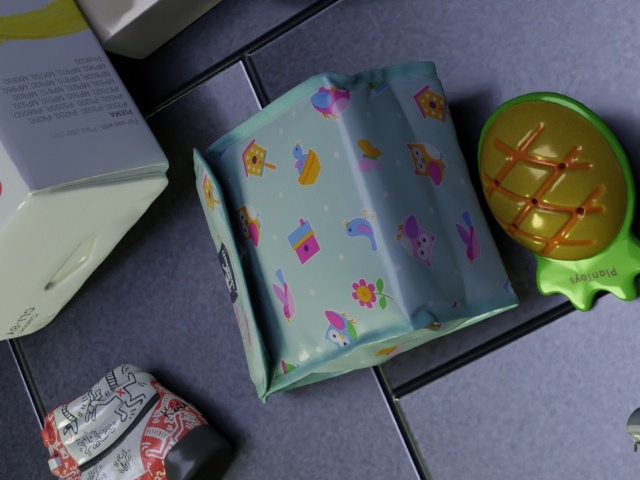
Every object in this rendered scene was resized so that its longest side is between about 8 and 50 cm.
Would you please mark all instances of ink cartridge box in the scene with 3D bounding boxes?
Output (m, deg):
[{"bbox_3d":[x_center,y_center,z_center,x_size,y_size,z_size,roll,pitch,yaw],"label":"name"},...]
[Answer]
[{"bbox_3d":[-0.338,-0.129,1.685,0.279,0.160,0.385,-46,69,41],"label":"ink cartridge box"}]

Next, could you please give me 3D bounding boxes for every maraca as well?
[{"bbox_3d":[0.193,-0.030,1.495,0.127,0.099,0.186,-15,106,38],"label":"maraca"}]

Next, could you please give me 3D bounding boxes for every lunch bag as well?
[{"bbox_3d":[0.000,0.000,1.556,0.262,0.160,0.223,-25,80,45],"label":"lunch bag"}]

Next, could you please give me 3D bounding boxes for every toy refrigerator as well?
[{"bbox_3d":[-0.202,-0.304,1.707,0.102,0.094,0.269,-35,75,18],"label":"toy refrigerator"}]

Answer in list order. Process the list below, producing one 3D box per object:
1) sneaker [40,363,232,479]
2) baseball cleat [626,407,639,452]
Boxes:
[{"bbox_3d":[-0.208,0.239,1.684,0.145,0.090,0.270,41,98,23],"label":"sneaker"},{"bbox_3d":[0.338,0.122,1.438,0.205,0.072,0.109,5,77,22],"label":"baseball cleat"}]
